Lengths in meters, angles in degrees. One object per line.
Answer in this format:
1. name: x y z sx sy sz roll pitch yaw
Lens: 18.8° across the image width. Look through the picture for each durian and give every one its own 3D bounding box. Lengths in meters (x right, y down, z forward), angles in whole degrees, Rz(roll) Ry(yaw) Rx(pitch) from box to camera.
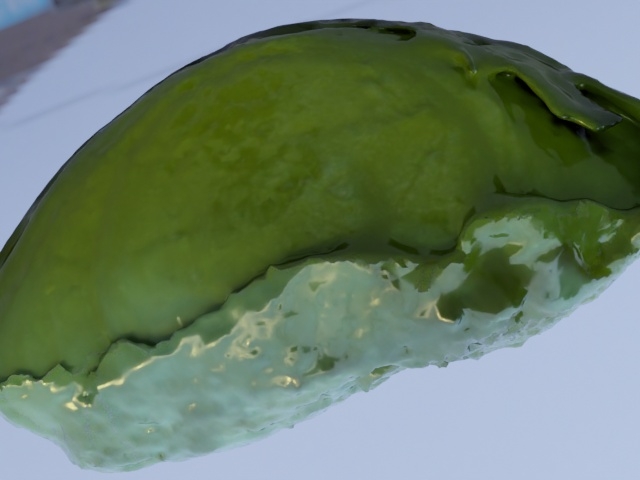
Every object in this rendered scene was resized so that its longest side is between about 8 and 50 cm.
1. durian: 0.000 0.000 0.614 0.250 0.101 0.139 -19 -128 7
